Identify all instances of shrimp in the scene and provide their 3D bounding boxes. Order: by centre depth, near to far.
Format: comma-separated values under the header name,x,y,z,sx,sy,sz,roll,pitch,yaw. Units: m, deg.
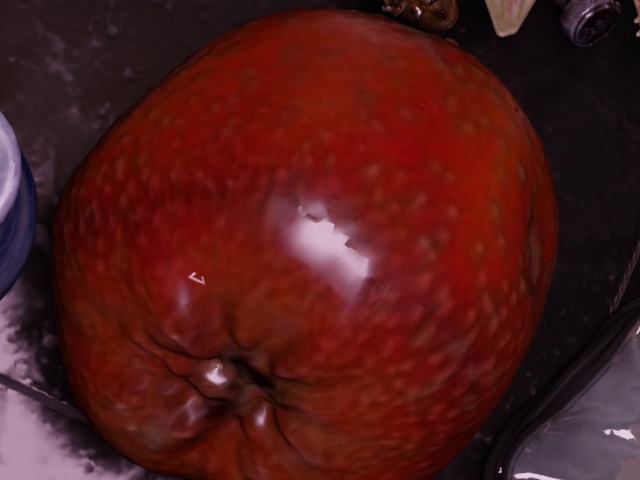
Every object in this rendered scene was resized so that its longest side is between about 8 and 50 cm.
name,x,y,z,sx,sy,sz,roll,pitch,yaw
shrimp,0.034,-0.170,1.158,0.124,0.178,0.034,46,101,2

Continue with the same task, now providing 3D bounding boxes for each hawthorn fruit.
name,x,y,z,sx,sy,sz,roll,pitch,yaw
hawthorn fruit,0.000,0.000,1.079,0.275,0.275,0.299,36,65,-8

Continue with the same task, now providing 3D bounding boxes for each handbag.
name,x,y,z,sx,sy,sz,roll,pitch,yaw
handbag,0.264,0.201,1.225,0.332,0.075,0.191,47,72,-2

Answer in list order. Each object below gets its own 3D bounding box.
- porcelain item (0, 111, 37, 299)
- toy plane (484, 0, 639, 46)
name,x,y,z,sx,sy,sz,roll,pitch,yaw
porcelain item,-0.214,-0.021,1.026,0.141,0.259,0.141,1,84,-13
toy plane,0.179,-0.185,1.222,0.244,0.092,0.229,-13,51,-32
